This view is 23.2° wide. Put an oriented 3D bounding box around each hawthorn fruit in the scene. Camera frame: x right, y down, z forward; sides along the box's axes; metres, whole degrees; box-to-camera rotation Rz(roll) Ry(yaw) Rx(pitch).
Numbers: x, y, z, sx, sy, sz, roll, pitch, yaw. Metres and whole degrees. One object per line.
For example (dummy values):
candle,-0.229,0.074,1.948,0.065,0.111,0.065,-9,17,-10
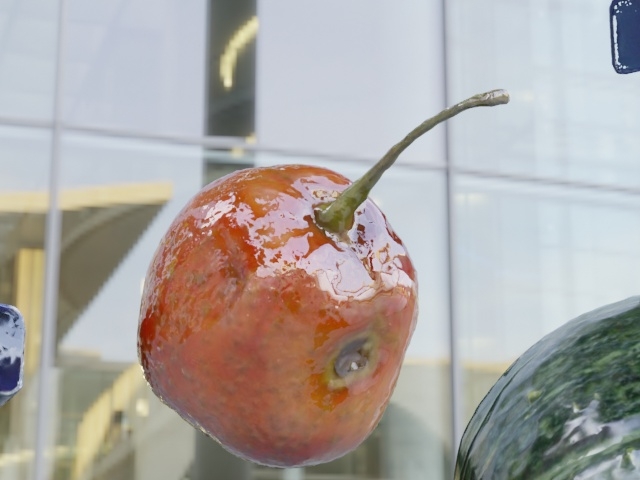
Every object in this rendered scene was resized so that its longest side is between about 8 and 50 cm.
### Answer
hawthorn fruit,0.000,0.000,0.850,0.165,0.165,0.285,8,-47,-24

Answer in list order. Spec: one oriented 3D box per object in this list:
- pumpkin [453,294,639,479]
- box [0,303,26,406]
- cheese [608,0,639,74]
pumpkin,0.106,0.109,0.415,0.146,0.190,0.190,-31,-25,10
box,-0.323,0.101,1.020,0.168,0.071,0.259,20,-36,-29
cheese,0.348,-0.185,1.228,0.244,0.062,0.155,-12,-53,-1
